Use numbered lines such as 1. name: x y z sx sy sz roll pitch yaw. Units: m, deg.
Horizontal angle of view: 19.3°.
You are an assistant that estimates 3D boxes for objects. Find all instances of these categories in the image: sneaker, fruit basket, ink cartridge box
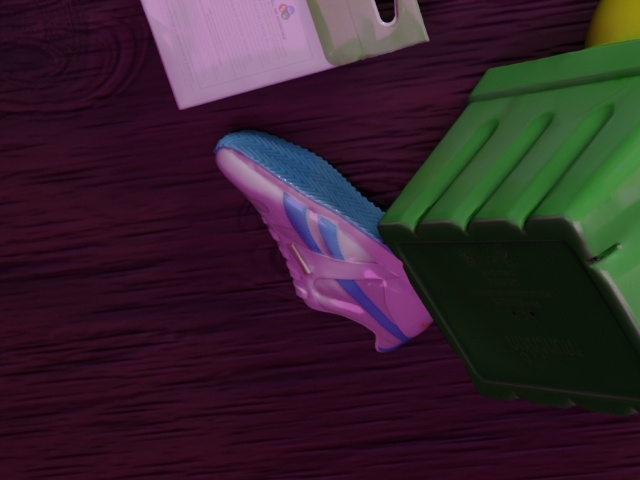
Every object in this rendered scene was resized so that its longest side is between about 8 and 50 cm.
1. sneaker: 0.000 0.000 1.521 0.228 0.087 0.092 38 114 -4
2. fruit basket: 0.262 -0.063 1.358 0.392 0.392 0.283 -28 103 18
3. ink cartridge box: -0.027 -0.184 1.467 0.209 0.062 0.109 -14 107 14
